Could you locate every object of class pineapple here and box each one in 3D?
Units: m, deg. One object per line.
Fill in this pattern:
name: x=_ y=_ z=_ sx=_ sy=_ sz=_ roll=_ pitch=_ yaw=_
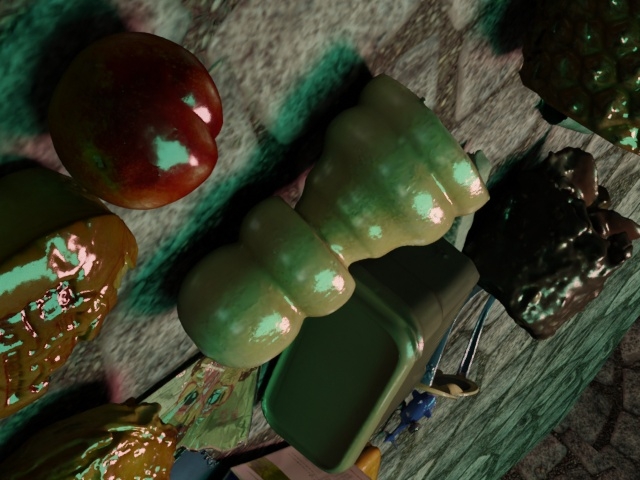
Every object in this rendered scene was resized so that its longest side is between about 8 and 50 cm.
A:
pineapple: x=0.315 y=-0.256 z=1.040 sx=0.202 sy=0.202 sz=0.362 roll=-23 pitch=138 yaw=-50

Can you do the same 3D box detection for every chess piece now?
chess piece: x=0.000 y=0.000 z=0.943 sx=0.261 sy=0.143 sz=0.143 roll=-43 pitch=160 yaw=-2

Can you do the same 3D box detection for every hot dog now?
hot dog: x=-0.210 y=0.246 z=0.963 sx=0.175 sy=0.114 sz=0.259 roll=20 pitch=85 yaw=-58

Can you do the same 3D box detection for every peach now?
peach: x=-0.103 y=-0.066 z=0.650 sx=0.101 sy=0.101 sz=0.100 roll=-41 pitch=159 yaw=-19

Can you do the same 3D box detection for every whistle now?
whistle: x=0.308 y=-0.151 z=1.415 sx=0.039 sy=0.039 sz=0.186 roll=-54 pitch=159 yaw=16

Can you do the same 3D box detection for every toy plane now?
toy plane: x=0.143 y=0.283 z=1.853 sx=0.062 sy=0.054 sz=0.167 roll=-15 pitch=153 yaw=-39

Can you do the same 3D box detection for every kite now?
kite: x=-0.128 y=0.170 z=1.144 sx=0.267 sy=0.013 sz=0.323 roll=-55 pitch=155 yaw=10

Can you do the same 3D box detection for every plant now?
plant: x=0.293 y=0.002 z=1.467 sx=0.234 sy=0.178 sz=0.204 roll=-42 pitch=159 yaw=0

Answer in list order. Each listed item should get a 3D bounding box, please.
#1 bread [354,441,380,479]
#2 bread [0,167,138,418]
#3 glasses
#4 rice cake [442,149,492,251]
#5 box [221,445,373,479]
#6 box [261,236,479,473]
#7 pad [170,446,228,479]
bread: x=0.033 y=0.371 z=1.765 sx=0.116 sy=0.077 sz=0.200 roll=-37 pitch=156 yaw=-23
bread: x=-0.183 y=0.032 z=0.673 sx=0.156 sy=0.086 sz=0.125 roll=-51 pitch=159 yaw=7
glasses: x=0.232 y=0.151 z=1.748 sx=0.220 sy=0.088 sz=0.190 roll=-53 pitch=159 yaw=13
rice cake: x=0.151 y=-0.018 z=1.332 sx=0.045 sy=0.042 sz=0.245 roll=-51 pitch=165 yaw=-28
box: x=-0.072 y=0.367 z=1.468 sx=0.200 sy=0.106 sz=0.299 roll=-53 pitch=164 yaw=12
box: x=0.056 y=0.105 z=1.257 sx=0.178 sy=0.138 sz=0.274 roll=-37 pitch=161 yaw=-43
pad: x=-0.209 y=0.342 z=1.308 sx=0.269 sy=0.012 sz=0.269 roll=-44 pitch=159 yaw=-11
